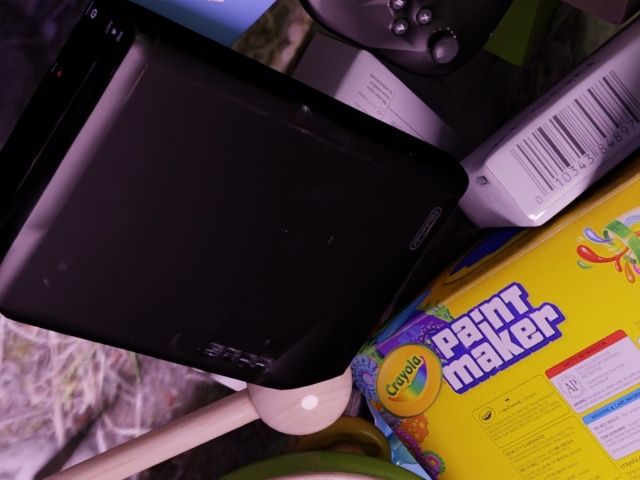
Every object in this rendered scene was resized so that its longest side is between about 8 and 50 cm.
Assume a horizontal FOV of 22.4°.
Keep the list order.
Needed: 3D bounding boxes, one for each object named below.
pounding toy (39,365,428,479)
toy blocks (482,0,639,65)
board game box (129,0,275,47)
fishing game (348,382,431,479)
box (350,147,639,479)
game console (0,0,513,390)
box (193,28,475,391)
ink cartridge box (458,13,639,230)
[{"bbox_3d":[-0.017,0.143,0.880,0.183,0.110,0.237,-26,122,13],"label":"pounding toy"},{"bbox_3d":[0.207,-0.297,0.829,0.261,0.191,0.381,-39,150,-42],"label":"toy blocks"},{"bbox_3d":[-0.063,-0.238,0.568,0.233,0.078,0.347,-45,145,-2],"label":"board game box"},{"bbox_3d":[0.094,0.095,1.045,0.264,0.041,0.189,0,113,-50],"label":"fishing game"},{"bbox_3d":[0.218,0.013,0.876,0.279,0.177,0.290,-39,-179,-43],"label":"box"},{"bbox_3d":[0.018,-0.101,0.667,0.213,0.044,0.361,20,107,-46],"label":"game console"},{"bbox_3d":[0.000,0.000,0.877,0.186,0.038,0.145,-60,144,-4],"label":"box"},{"bbox_3d":[0.166,-0.088,0.853,0.223,0.045,0.224,-39,-179,-3],"label":"ink cartridge box"}]
